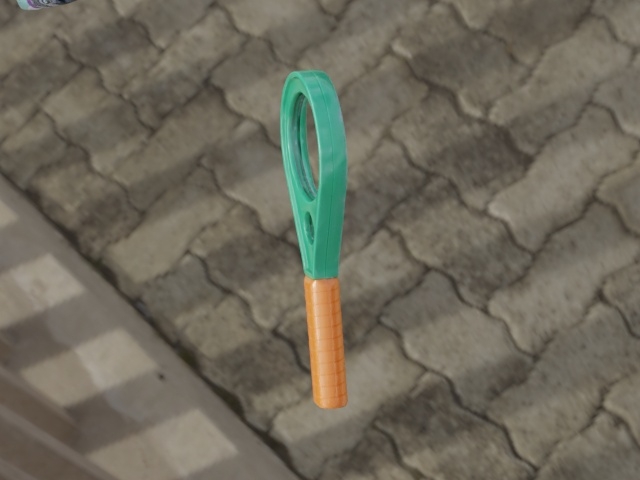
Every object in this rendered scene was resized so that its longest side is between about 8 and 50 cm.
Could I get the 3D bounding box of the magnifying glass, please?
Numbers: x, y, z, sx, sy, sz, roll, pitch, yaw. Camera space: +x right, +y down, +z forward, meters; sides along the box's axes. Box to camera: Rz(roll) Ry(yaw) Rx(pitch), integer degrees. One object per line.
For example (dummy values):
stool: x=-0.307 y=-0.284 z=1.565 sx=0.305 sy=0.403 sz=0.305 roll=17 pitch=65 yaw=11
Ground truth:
magnifying glass: x=0.000 y=0.000 z=0.986 sx=0.026 sy=0.231 sz=0.092 roll=-6 pitch=12 yaw=-17

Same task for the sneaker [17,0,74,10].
sneaker: x=-0.218 y=-0.236 z=1.293 sx=0.069 sy=0.038 sz=0.098 roll=7 pitch=49 yaw=34
